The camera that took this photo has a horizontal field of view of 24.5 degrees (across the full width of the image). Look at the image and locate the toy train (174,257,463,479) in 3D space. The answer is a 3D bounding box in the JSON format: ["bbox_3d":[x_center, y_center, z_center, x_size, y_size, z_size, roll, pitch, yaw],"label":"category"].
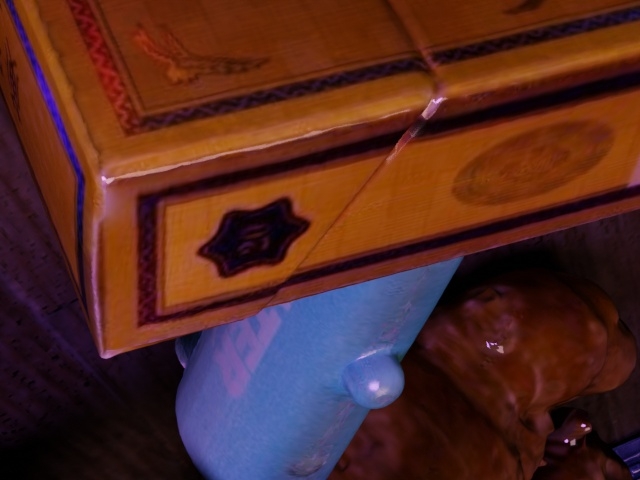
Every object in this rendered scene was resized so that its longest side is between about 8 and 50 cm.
[{"bbox_3d":[0.000,0.000,0.596,0.101,0.159,0.248,1,139,-27],"label":"toy train"}]

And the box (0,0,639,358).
[{"bbox_3d":[0.046,-0.095,0.466,0.301,0.193,0.084,-14,143,-18],"label":"box"}]

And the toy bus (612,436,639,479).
[{"bbox_3d":[0.222,0.175,1.068,0.166,0.047,0.065,-23,150,-4],"label":"toy bus"}]

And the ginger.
[{"bbox_3d":[0.063,0.159,0.838,0.274,0.152,0.357,-40,142,-28],"label":"ginger"}]
